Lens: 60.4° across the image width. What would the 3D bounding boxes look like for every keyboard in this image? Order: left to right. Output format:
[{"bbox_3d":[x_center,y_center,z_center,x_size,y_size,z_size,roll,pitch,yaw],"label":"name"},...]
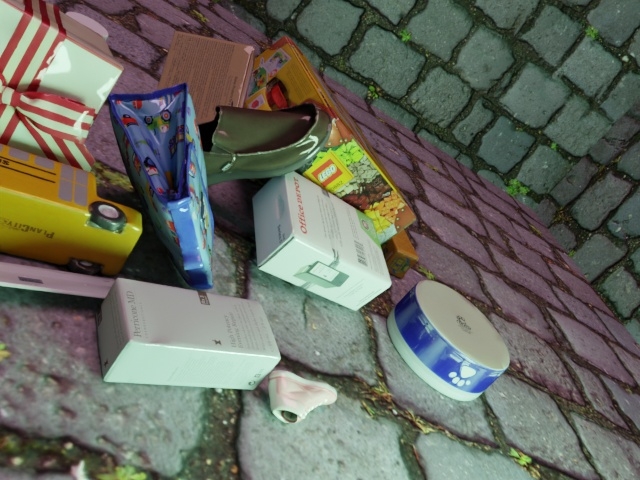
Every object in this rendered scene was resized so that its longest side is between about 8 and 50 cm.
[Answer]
[{"bbox_3d":[-0.379,0.050,0.714,0.256,0.014,0.072,14,12,-40],"label":"keyboard"}]

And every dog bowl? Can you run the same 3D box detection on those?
[{"bbox_3d":[0.283,0.215,1.218,0.264,0.104,0.265,30,26,-16],"label":"dog bowl"}]

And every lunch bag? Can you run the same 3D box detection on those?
[{"bbox_3d":[-0.240,-0.071,0.893,0.138,0.221,0.293,-14,54,-13],"label":"lunch bag"}]

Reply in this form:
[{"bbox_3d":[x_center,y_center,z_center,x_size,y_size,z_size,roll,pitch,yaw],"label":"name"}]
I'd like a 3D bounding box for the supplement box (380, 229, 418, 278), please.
[{"bbox_3d":[0.186,-0.005,1.503,0.080,0.078,0.233,23,28,-28],"label":"supplement box"}]

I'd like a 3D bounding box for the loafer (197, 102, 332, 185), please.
[{"bbox_3d":[-0.158,-0.196,1.071,0.130,0.365,0.134,65,13,-49],"label":"loafer"}]

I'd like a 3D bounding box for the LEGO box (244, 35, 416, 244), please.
[{"bbox_3d":[-0.001,-0.246,1.412,0.372,0.193,0.500,43,16,-39],"label":"LEGO box"}]

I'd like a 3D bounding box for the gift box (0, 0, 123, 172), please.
[{"bbox_3d":[-0.468,-0.229,0.839,0.255,0.276,0.258,20,18,-36],"label":"gift box"}]

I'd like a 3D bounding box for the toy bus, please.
[{"bbox_3d":[-0.425,-0.055,0.755,0.332,0.108,0.130,18,29,-34],"label":"toy bus"}]

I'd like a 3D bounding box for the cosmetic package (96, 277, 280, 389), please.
[{"bbox_3d":[-0.183,0.135,0.772,0.231,0.085,0.117,16,32,-40],"label":"cosmetic package"}]

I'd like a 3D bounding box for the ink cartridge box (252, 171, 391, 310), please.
[{"bbox_3d":[0.000,0.000,1.138,0.272,0.114,0.198,27,36,-35],"label":"ink cartridge box"}]

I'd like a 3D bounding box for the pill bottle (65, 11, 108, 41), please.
[{"bbox_3d":[-0.492,-0.347,1.081,0.108,0.180,0.108,29,26,-16],"label":"pill bottle"}]

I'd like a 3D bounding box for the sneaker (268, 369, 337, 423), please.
[{"bbox_3d":[-0.027,0.247,0.831,0.134,0.051,0.070,31,42,-38],"label":"sneaker"}]

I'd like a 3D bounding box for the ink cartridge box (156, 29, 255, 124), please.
[{"bbox_3d":[-0.270,-0.355,1.285,0.193,0.088,0.235,12,71,-3],"label":"ink cartridge box"}]
